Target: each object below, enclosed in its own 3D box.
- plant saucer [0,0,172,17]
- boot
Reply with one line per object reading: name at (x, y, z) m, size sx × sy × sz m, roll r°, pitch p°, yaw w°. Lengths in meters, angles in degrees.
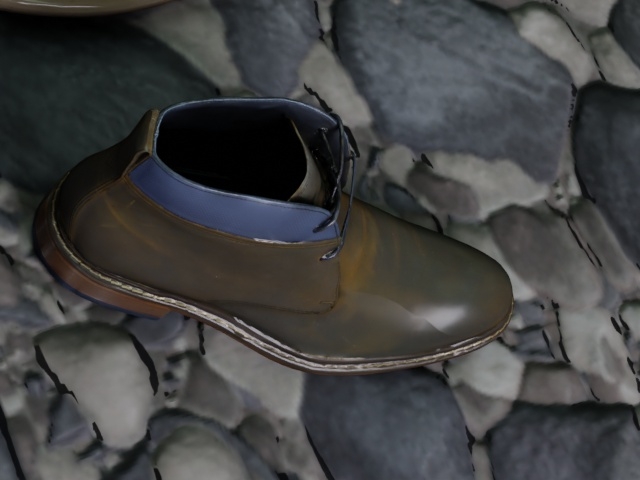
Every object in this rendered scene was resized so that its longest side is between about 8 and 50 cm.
plant saucer at (-0.137, -0.220, 0.879) m, size 0.277 × 0.041 × 0.278 m, roll 10°, pitch 65°, yaw -22°
boot at (0.000, 0.000, 0.809) m, size 0.219 × 0.106 × 0.082 m, roll 10°, pitch 65°, yaw -21°
